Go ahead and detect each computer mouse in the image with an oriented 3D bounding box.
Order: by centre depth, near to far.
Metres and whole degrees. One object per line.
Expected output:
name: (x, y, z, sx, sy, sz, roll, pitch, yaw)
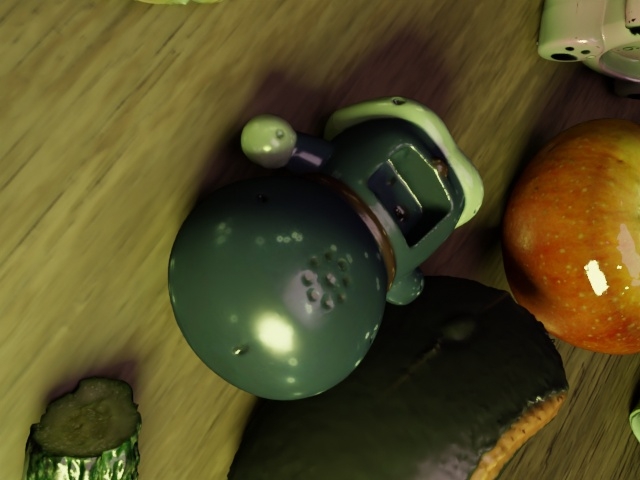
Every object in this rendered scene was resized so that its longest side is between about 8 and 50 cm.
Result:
computer mouse: (0.063, 0.143, 0.512, 0.323, 0.183, 0.116, -42, 148, -25)

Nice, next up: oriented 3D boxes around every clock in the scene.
clock: (0.000, 0.000, 0.470, 0.243, 0.146, 0.199, -43, 109, -29)
clock: (0.377, -0.216, 0.645, 0.227, 0.248, 0.090, 8, 90, -37)

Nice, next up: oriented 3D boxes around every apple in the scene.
apple: (0.284, -0.002, 0.661, 0.210, 0.173, 0.235, 7, 84, -32)

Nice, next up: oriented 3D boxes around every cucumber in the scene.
cucumber: (-0.169, 0.229, 0.426, 0.077, 0.077, 0.265, 6, 96, -37)

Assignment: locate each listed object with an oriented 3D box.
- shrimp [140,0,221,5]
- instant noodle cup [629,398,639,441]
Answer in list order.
shrimp: (-0.171, -0.299, 0.333, 0.446, 0.110, 0.221, 29, 88, -39)
instant noodle cup: (0.583, 0.231, 0.857, 0.221, 0.311, 0.311, -42, 119, -12)
